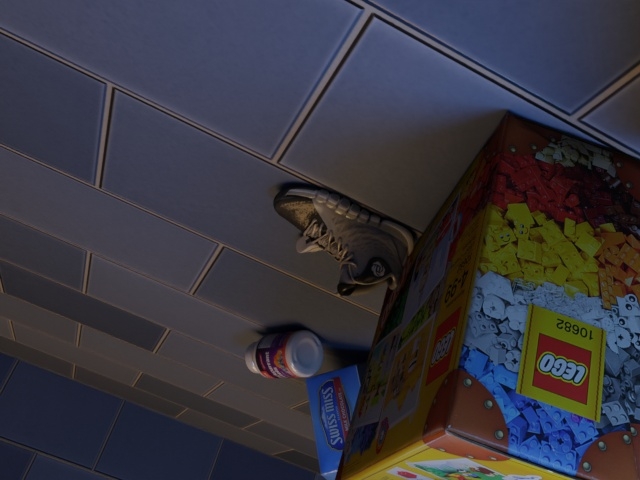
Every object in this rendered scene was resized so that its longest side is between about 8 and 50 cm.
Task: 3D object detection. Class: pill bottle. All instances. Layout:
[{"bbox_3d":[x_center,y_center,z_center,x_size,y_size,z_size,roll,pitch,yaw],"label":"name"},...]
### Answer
[{"bbox_3d":[-0.093,0.275,1.513,0.108,0.108,0.193,36,147,-30],"label":"pill bottle"}]

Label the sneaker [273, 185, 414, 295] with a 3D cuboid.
[{"bbox_3d":[0.025,0.011,0.948,0.228,0.132,0.086,20,152,-2],"label":"sneaker"}]

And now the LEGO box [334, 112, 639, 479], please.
[{"bbox_3d":[0.199,0.148,0.833,0.193,0.373,0.500,20,151,-1],"label":"LEGO box"}]

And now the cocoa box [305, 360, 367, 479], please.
[{"bbox_3d":[0.126,0.461,1.510,0.227,0.232,0.347,-16,145,6],"label":"cocoa box"}]

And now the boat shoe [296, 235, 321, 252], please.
[{"bbox_3d":[0.000,0.000,1.056,0.035,0.035,0.100,4,160,-36],"label":"boat shoe"}]
